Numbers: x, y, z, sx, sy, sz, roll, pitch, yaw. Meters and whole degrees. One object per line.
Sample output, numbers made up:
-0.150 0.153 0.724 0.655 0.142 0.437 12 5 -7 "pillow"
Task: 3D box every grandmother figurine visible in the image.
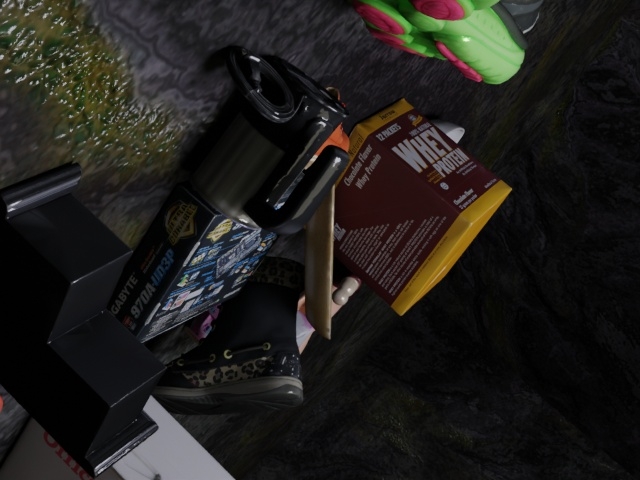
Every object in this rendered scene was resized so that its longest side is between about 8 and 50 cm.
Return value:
0.023 0.080 1.599 0.342 0.104 0.208 -50 -164 -7 "grandmother figurine"

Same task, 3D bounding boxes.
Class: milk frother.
-0.061 -0.087 0.790 0.143 0.129 0.135 29 107 -34 "milk frother"

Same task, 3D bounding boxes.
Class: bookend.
-0.170 0.058 0.660 0.072 0.156 0.157 -34 160 -50 "bookend"

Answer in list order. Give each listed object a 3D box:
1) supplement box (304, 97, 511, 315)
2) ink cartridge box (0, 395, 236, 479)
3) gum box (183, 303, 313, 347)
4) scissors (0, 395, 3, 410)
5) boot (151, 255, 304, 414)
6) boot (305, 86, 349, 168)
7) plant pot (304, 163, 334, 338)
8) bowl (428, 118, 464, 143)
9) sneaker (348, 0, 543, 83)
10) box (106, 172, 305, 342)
0.111 -0.046 1.246 0.129 0.194 0.191 -35 162 -48 "supplement box"
-0.258 0.328 1.037 0.306 0.226 0.131 -53 168 24 "ink cartridge box"
-0.094 0.120 1.251 0.062 0.107 0.188 -52 168 18 "gum box"
-0.377 0.246 0.838 0.297 0.021 0.109 -55 167 26 "scissors"
-0.125 0.116 1.122 0.085 0.236 0.179 48 42 -57 "boot"
0.005 -0.120 0.974 0.085 0.059 0.158 -57 165 15 "boot"
0.000 0.000 1.110 0.236 0.032 0.236 1 90 -88 "plant pot"
0.163 -0.140 1.488 0.142 0.053 0.142 -52 167 19 "bowl"
0.094 -0.257 0.673 0.483 0.185 0.202 0 113 -79 "sneaker"
-0.112 0.007 0.962 0.175 0.051 0.220 -54 167 25 "box"
